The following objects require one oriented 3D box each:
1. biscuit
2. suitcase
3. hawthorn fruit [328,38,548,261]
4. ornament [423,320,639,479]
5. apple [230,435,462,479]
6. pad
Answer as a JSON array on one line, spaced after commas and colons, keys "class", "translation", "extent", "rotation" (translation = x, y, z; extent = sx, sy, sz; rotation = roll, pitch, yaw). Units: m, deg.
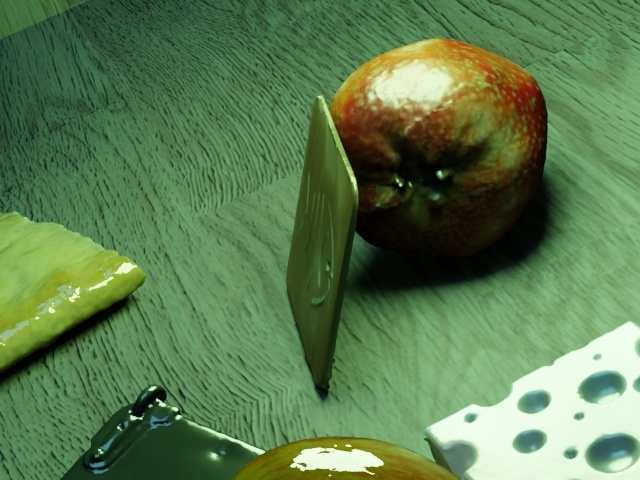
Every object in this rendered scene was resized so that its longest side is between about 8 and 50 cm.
[{"class": "biscuit", "translation": [-0.530, 0.091, 2.571], "extent": [0.446, 0.104, 0.429], "rotation": [-33, 33, -21]}, {"class": "suitcase", "translation": [-0.130, 0.343, 1.792], "extent": [0.345, 0.188, 0.339], "rotation": [20, 46, 27]}, {"class": "hawthorn fruit", "translation": [0.165, -0.145, 2.354], "extent": [0.284, 0.285, 0.369], "rotation": [-2, 31, 30]}, {"class": "ornament", "translation": [0.275, 0.265, 1.669], "extent": [0.239, 0.239, 0.240], "rotation": [-26, 30, -11]}, {"class": "apple", "translation": [0.016, 0.298, 1.525], "extent": [0.301, 0.301, 0.301], "rotation": [-15, 31, 9]}, {"class": "pad", "translation": [0.000, 0.000, 2.235], "extent": [0.018, 0.286, 0.284], "rotation": [2, 28, -12]}]
